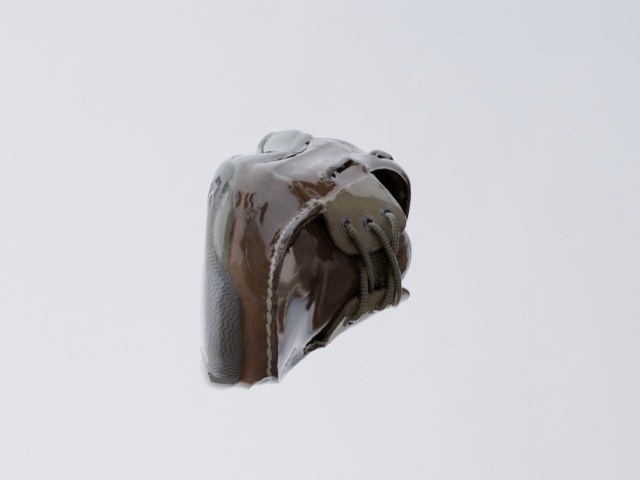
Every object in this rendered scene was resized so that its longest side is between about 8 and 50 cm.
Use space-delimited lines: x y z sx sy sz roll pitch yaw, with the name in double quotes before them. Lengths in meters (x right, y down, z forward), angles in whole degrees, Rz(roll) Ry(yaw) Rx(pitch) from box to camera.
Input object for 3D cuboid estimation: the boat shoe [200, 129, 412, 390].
"boat shoe" 0.000 0.000 0.855 0.324 0.116 0.123 -67 -20 -67
